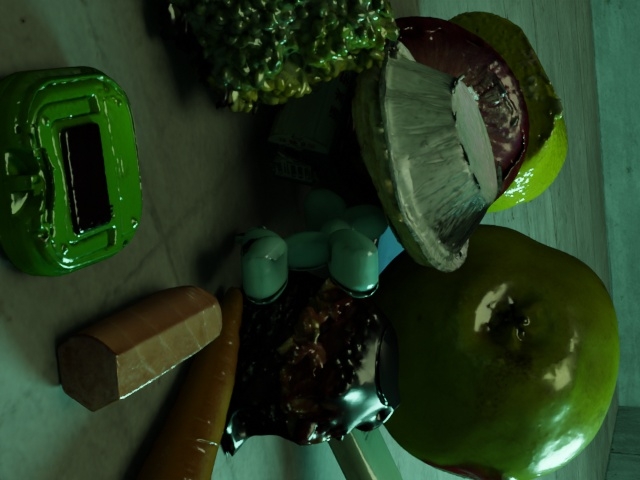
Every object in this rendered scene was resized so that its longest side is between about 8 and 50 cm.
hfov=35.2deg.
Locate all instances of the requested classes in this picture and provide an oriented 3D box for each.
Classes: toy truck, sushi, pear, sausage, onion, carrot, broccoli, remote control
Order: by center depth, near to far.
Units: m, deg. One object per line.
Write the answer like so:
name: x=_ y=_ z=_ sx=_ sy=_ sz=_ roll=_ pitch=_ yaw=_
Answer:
sausage: x=-0.128 y=0.075 z=0.785 sx=0.169 sy=0.065 sz=0.065 roll=-29 pitch=117 yaw=-61
carrot: x=-0.113 y=0.172 z=0.837 sx=0.069 sy=0.069 sz=0.336 roll=68 pitch=27 yaw=-42
broccoli: x=-0.013 y=-0.235 z=0.887 sx=0.273 sy=0.180 sz=0.242 roll=-23 pitch=111 yaw=-65
sushi: x=-0.004 y=0.114 z=0.958 sx=0.172 sy=0.150 sz=0.153 roll=-61 pitch=144 yaw=-47
toy truck: x=-0.004 y=-0.151 z=1.018 sx=0.088 sy=0.074 sz=0.201 roll=84 pitch=20 yaw=-64
remote control: x=0.057 y=0.254 z=1.122 sx=0.309 sy=0.038 sz=0.090 roll=64 pitch=21 yaw=-10
pear: x=0.177 y=0.130 z=1.143 sx=0.375 sy=0.287 sz=0.287 roll=91 pitch=5 yaw=-78
onion: x=0.119 y=-0.138 z=1.161 sx=0.161 sy=0.248 sz=0.248 roll=-97 pitch=178 yaw=-70

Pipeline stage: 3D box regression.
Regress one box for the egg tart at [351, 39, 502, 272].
egg tart: x=0.113 y=-0.085 z=0.981 sx=0.234 sy=0.094 sz=0.234 roll=-14 pitch=90 yaw=-69

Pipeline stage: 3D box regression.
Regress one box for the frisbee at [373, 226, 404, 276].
frisbee: x=0.105 y=0.026 z=1.322 sx=0.289 sy=0.049 sz=0.289 roll=-25 pitch=119 yaw=-58

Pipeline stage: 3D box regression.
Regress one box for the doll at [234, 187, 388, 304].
doll: x=0.000 y=0.000 z=0.938 sx=0.158 sy=0.159 sz=0.059 roll=-113 pitch=-163 yaw=-64

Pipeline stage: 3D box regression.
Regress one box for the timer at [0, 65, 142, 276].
timer: x=-0.173 y=-0.048 z=0.696 sx=0.128 sy=0.047 sz=0.140 roll=-27 pitch=115 yaw=-63

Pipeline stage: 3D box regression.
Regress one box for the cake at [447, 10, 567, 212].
cake: x=0.227 y=-0.175 z=1.354 sx=0.156 sy=0.179 sz=0.260 roll=33 pitch=29 yaw=-61
